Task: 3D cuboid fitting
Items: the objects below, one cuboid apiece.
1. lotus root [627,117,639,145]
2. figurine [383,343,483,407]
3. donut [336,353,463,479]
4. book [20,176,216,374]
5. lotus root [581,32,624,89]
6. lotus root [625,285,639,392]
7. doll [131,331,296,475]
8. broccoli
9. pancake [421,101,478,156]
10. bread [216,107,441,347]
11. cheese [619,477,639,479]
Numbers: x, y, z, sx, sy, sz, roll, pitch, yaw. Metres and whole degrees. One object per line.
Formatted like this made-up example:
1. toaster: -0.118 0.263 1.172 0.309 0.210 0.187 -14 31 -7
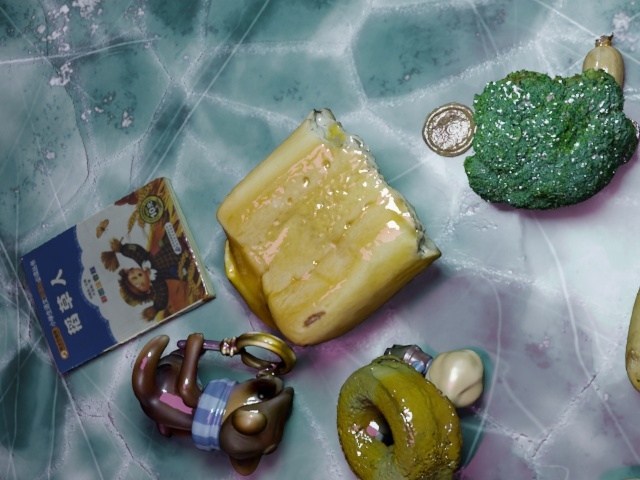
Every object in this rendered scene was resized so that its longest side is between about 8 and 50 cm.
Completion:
1. lotus root: 0.553 -0.178 1.444 0.037 0.030 0.083 18 97 22
2. figurine: 0.211 0.248 1.505 0.196 0.114 0.108 10 96 29
3. donut: 0.123 0.346 1.462 0.272 0.107 0.272 5 97 50
4. book: -0.466 0.081 1.801 0.428 0.039 0.300 -28 78 16
5. lotus root: 0.512 -0.302 1.451 0.073 0.062 0.150 1 87 13
6. lotus root: 0.601 0.168 1.344 0.160 0.146 0.284 12 93 39
7. doll: -0.216 0.312 1.627 0.340 0.209 0.317 17 125 22
8. broccoli: 0.387 -0.190 1.398 0.308 0.308 0.275 -18 54 18
9. pancake: 0.255 -0.218 1.568 0.115 0.011 0.114 -2 85 19
10. bread: 0.000 0.000 1.530 0.394 0.250 0.361 -43 71 17
11. cheese: 0.540 0.522 1.356 0.235 0.117 0.218 -42 75 12
